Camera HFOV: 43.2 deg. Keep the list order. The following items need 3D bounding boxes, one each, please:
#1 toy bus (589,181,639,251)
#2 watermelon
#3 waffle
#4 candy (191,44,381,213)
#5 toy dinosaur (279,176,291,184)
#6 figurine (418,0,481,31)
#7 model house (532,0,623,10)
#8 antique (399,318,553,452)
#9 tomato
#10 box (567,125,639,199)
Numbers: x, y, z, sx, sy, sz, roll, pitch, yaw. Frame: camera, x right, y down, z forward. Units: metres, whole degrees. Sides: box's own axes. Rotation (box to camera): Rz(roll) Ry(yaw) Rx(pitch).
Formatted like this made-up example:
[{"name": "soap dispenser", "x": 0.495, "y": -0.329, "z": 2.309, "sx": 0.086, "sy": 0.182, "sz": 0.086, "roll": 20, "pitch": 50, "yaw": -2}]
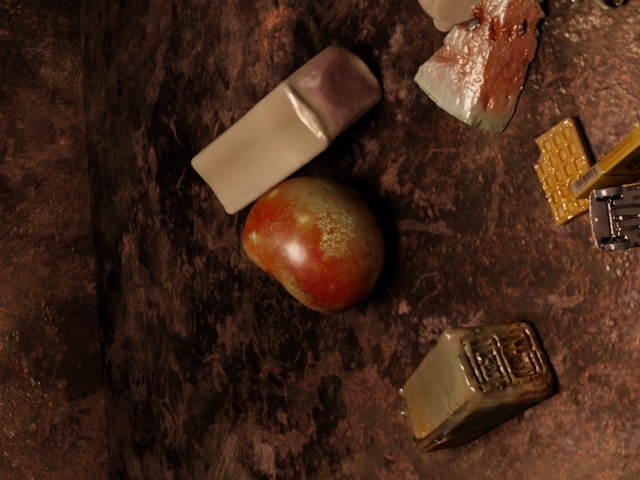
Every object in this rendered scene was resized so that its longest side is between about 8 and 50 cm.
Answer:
[{"name": "toy bus", "x": 0.424, "y": -0.034, "z": 0.972, "sx": 0.194, "sy": 0.088, "sz": 0.083, "roll": -6, "pitch": 91, "yaw": 55}, {"name": "watermelon", "x": 0.258, "y": -0.289, "z": 1.225, "sx": 0.154, "sy": 0.094, "sz": 0.241, "roll": 49, "pitch": 129, "yaw": 33}, {"name": "waffle", "x": 0.347, "y": -0.098, "z": 1.144, "sx": 0.092, "sy": 0.021, "sz": 0.135, "roll": -40, "pitch": 60, "yaw": 51}, {"name": "candy", "x": -0.071, "y": -0.209, "z": 1.543, "sx": 0.145, "sy": 0.208, "sz": 0.358, "roll": 51, "pitch": 136, "yaw": -8}, {"name": "toy dinosaur", "x": -0.104, "y": -0.159, "z": 1.784, "sx": 0.144, "sy": 0.076, "sz": 0.329, "roll": 19, "pitch": 111, "yaw": 47}, {"name": "figurine", "x": 0.189, "y": -0.464, "z": 1.271, "sx": 0.155, "sy": 0.127, "sz": 0.236, "roll": 106, "pitch": 150, "yaw": -57}, {"name": "model house", "x": 0.303, "y": -0.429, "z": 1.017, "sx": 0.215, "sy": 0.224, "sz": 0.198, "roll": 57, "pitch": 138, "yaw": 33}, {"name": "antique", "x": 0.221, "y": 0.241, "z": 1.277, "sx": 0.284, "sy": 0.150, "sz": 0.125, "roll": 122, "pitch": 138, "yaw": -52}, {"name": "tomato", "x": 0.000, "y": 0.000, "z": 1.479, "sx": 0.223, "sy": 0.270, "sz": 0.270, "roll": -54, "pitch": 39, "yaw": -3}, {"name": "box", "x": 0.392, "y": -0.103, "z": 1.015, "sx": 0.155, "sy": 0.086, "sz": 0.023, "roll": -50, "pitch": 50, "yaw": 46}]
